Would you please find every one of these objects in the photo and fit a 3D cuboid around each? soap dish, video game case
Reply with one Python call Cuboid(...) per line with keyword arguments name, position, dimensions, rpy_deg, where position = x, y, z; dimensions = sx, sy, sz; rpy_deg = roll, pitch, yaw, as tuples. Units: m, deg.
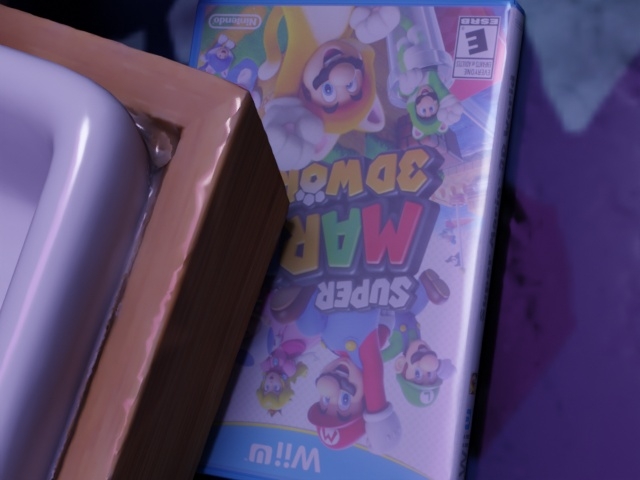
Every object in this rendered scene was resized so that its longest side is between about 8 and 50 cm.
Cuboid(name="soap dish", position=(-0.147, 0.063, 0.412), dimensions=(0.229, 0.118, 0.290), rpy_deg=(21, 91, 30))
Cuboid(name="video game case", position=(0.000, 0.000, 0.423), dimensions=(0.119, 0.015, 0.166), rpy_deg=(6, 84, 25))
